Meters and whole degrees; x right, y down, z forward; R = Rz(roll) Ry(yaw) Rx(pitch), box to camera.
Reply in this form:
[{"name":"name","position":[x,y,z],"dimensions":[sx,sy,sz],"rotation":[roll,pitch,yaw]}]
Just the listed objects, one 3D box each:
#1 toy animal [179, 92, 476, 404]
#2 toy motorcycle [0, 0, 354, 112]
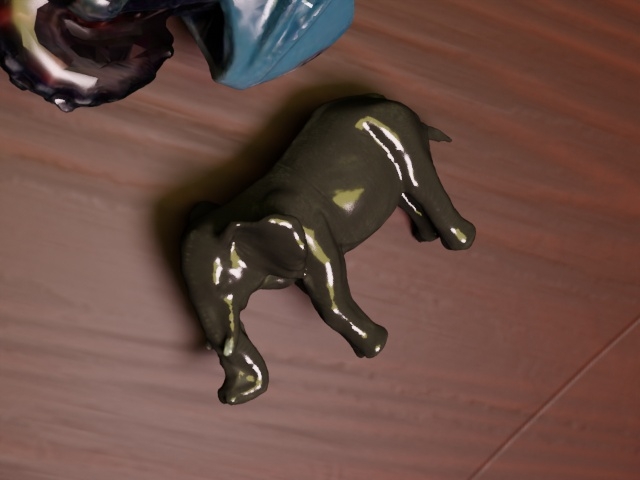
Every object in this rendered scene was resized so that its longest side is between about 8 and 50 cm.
[{"name":"toy animal","position":[-0.004,0.001,0.802],"dimensions":[0.146,0.115,0.245],"rotation":[51,59,-23]},{"name":"toy motorcycle","position":[-0.067,-0.267,0.722],"dimensions":[0.232,0.172,0.416],"rotation":[14,84,-26]}]
